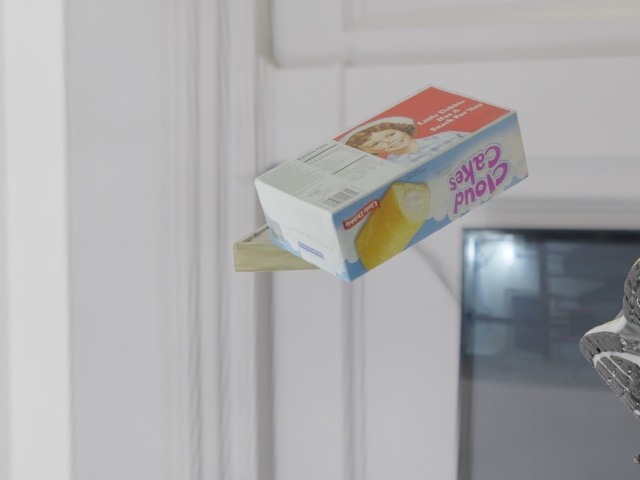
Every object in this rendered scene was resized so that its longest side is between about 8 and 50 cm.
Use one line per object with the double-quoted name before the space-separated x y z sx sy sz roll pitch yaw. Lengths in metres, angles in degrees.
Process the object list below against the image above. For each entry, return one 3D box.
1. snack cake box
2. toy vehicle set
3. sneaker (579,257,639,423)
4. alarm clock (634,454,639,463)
"snack cake box" 0.080 -0.070 1.382 0.264 0.152 0.089 -30 -59 -24
"toy vehicle set" 0.000 0.000 1.581 0.267 0.166 0.035 -38 -55 -77
"sneaker" 0.317 0.073 1.073 0.121 0.111 0.300 -31 -18 -17
"alarm clock" 0.341 0.185 0.927 0.129 0.192 0.064 110 -175 -48
